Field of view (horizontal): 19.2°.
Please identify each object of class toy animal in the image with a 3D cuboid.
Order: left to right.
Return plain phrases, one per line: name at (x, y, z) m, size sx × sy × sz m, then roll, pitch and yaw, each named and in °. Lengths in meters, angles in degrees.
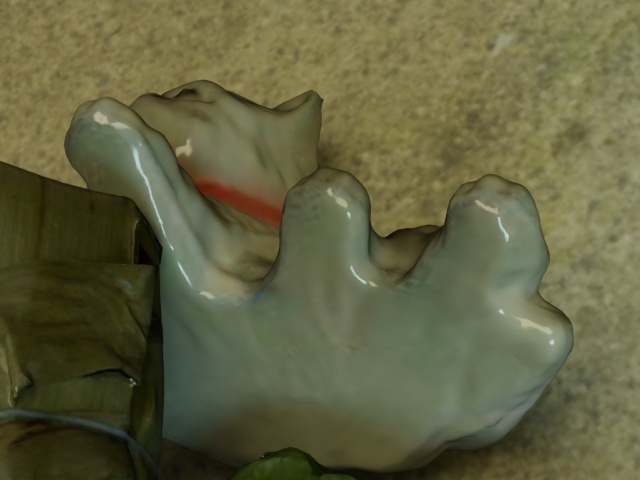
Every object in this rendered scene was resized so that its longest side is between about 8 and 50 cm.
toy animal at (0.000, 0.000, 0.986) m, size 0.308 × 0.188 × 0.266 m, roll -36°, pitch 90°, yaw 36°

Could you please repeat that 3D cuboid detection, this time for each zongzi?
zongzi at (-0.163, 0.191, 0.868) m, size 0.160 × 0.323 × 0.360 m, roll 7°, pitch 43°, yaw -21°

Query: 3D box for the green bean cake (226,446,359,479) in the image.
green bean cake at (0.008, 0.253, 0.866) m, size 0.247 × 0.156 × 0.250 m, roll 27°, pitch 77°, yaw 41°
